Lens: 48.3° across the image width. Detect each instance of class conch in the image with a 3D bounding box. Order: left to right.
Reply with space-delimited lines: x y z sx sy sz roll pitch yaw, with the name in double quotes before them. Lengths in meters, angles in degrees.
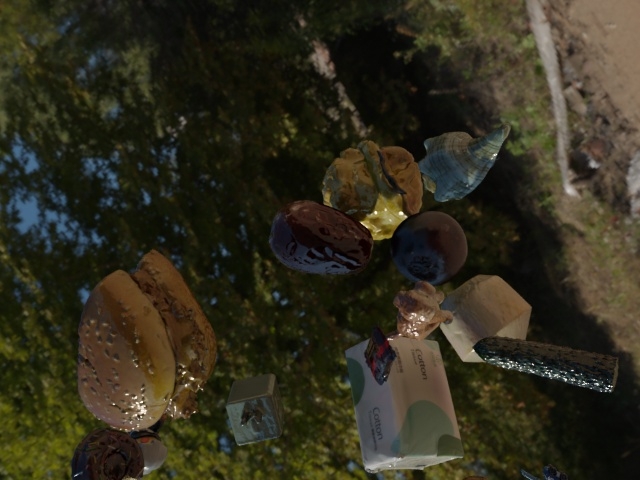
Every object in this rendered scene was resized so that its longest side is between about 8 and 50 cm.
"conch" 0.325 -0.188 1.748 0.386 0.169 0.203 102 178 -74

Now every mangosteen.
"mangosteen" 0.335 0.004 2.160 0.235 0.235 0.261 54 -142 -15

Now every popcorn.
"popcorn" 0.187 -0.167 2.344 0.349 0.349 0.381 54 166 -7

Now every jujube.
"jujube" 0.000 0.000 2.211 0.318 0.223 0.223 14 -164 -11

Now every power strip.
"power strip" -0.188 0.497 2.062 0.224 0.139 0.140 -89 -13 -78

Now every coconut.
"coconut" 0.578 0.285 2.443 0.329 0.328 0.329 54 -175 -7

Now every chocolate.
"chocolate" 0.115 0.229 1.421 0.182 0.028 0.086 99 148 -63

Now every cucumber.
"cucumber" 0.573 0.312 1.843 0.359 0.096 0.096 8 162 25

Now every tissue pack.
"tissue pack" 0.235 0.465 2.040 0.266 0.194 0.357 13 -123 -38

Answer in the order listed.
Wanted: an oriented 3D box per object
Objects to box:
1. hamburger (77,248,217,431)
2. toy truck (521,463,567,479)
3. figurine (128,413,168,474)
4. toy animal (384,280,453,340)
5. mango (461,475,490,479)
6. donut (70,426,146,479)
"hamburger" -0.390 0.276 1.667 0.287 0.446 0.268 21 -153 24
"toy truck" 0.716 0.746 2.276 0.136 0.074 0.063 30 176 9
"figurine" -0.596 0.677 2.445 0.133 0.176 0.236 35 -149 -39
"toy animal" 0.203 0.178 1.652 0.104 0.183 0.185 60 -169 18
"mango" 0.487 0.779 2.248 0.060 0.114 0.080 29 -142 -59
"donut" -0.606 0.650 2.070 0.230 0.096 0.216 -10 -94 -56
